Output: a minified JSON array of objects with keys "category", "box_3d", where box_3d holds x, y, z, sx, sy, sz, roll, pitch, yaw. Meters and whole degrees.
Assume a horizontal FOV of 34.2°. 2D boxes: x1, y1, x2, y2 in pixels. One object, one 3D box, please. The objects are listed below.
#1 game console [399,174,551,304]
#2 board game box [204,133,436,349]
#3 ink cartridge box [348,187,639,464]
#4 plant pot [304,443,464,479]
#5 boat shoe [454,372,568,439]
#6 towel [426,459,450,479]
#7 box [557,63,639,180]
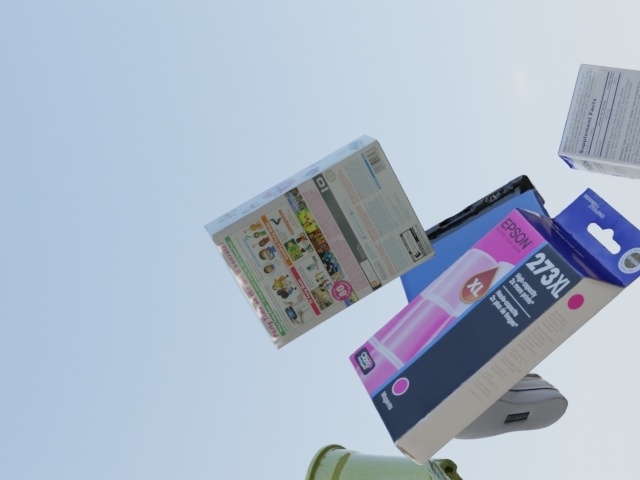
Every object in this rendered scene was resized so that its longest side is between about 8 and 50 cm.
[{"category":"game console","box_3d":[0.297,0.028,1.918,0.173,0.293,0.250,65,-165,21]},{"category":"board game box","box_3d":[0.000,0.000,1.677,0.224,0.303,0.097,62,174,-18]},{"category":"ink cartridge box","box_3d":[0.209,0.083,1.233,0.069,0.371,0.175,45,-173,-32]},{"category":"plant pot","box_3d":[0.141,0.521,2.001,0.276,0.254,0.276,32,-127,-55]},{"category":"boat shoe","box_3d":[0.354,0.320,2.224,0.367,0.156,0.135,1,-55,-32]},{"category":"towel","box_3d":[0.237,0.455,1.826,0.110,0.027,0.148,52,179,-29]},{"category":"box","box_3d":[0.390,-0.149,1.332,0.072,0.137,0.126,23,-99,-62]}]
